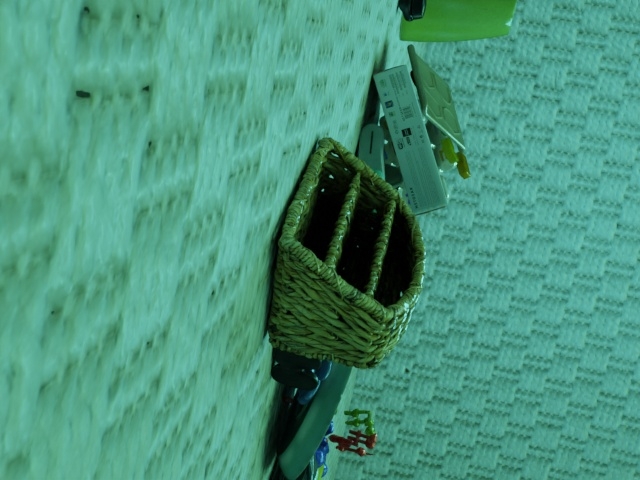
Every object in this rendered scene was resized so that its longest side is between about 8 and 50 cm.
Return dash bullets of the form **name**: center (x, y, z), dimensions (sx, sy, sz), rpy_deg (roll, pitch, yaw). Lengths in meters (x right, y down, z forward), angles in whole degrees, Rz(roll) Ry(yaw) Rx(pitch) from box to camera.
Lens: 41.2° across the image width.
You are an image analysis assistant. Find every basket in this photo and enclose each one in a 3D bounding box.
- **basket**: center (0.059, 0.017, 1.304), dimensions (0.299, 0.213, 0.223), rpy_deg (-68, 169, -52)

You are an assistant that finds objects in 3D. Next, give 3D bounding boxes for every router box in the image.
- **router box**: center (0.221, -0.230, 2.046), dimensions (0.301, 0.082, 0.335), rpy_deg (-14, 87, -81)

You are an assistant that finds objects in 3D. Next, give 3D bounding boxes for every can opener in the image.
- **can opener**: center (0.236, -0.645, 2.149), dimensions (0.059, 0.073, 0.186), rpy_deg (19, 75, -75)

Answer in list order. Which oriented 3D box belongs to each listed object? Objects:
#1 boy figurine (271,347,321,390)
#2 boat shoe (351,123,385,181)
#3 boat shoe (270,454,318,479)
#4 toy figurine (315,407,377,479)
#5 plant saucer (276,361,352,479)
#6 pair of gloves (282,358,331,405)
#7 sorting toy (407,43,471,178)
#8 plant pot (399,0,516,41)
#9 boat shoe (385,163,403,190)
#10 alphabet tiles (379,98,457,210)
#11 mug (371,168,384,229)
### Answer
- **boy figurine**: center (-0.003, 0.116, 1.487), dimensions (0.177, 0.092, 0.285), rpy_deg (97, 8, -45)
- **boat shoe**: center (0.114, -0.150, 1.935), dimensions (0.076, 0.083, 0.226), rpy_deg (65, 37, -68)
- **boat shoe**: center (-0.070, 0.519, 1.669), dimensions (0.335, 0.112, 0.095), rpy_deg (-76, 158, -58)
- **toy figurine**: center (0.007, 0.510, 1.917), dimensions (0.362, 0.191, 0.217), rpy_deg (87, 23, -62)
- **plant saucer**: center (-0.013, 0.305, 1.641), dimensions (0.317, 0.044, 0.317), rpy_deg (-63, -174, 12)
- **pair of gloves**: center (-0.012, 0.234, 1.578), dimensions (0.159, 0.023, 0.198), rpy_deg (-62, -169, -18)
- **sorting toy**: center (0.284, -0.303, 2.065), dimensions (0.229, 0.041, 0.307), rpy_deg (35, 38, -48)
- **plant pot**: center (0.394, -0.667, 2.376), dimensions (0.275, 0.293, 0.274), rpy_deg (13, 90, -83)
- **boat shoe**: center (0.127, -0.103, 2.068), dimensions (0.305, 0.109, 0.091), rpy_deg (-54, 157, -58)
- **alphabet tiles**: center (0.249, -0.221, 2.261), dimensions (0.284, 0.021, 0.278), rpy_deg (-22, -95, 55)
- **mug**: center (0.081, -0.067, 1.786), dimensions (0.129, 0.097, 0.157), rpy_deg (64, 38, -78)
